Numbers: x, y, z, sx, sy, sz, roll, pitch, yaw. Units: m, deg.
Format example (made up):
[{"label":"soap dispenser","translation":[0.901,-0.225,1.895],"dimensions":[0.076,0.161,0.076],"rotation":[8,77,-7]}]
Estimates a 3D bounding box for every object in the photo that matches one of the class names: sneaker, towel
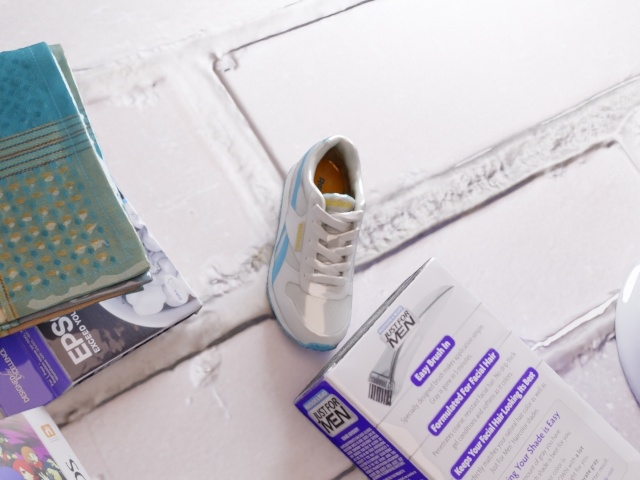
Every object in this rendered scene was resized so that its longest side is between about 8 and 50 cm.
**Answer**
[{"label":"sneaker","translation":[0.000,0.000,1.091],"dimensions":[0.087,0.092,0.229],"rotation":[8,64,-19]},{"label":"towel","translation":[-0.369,-0.020,0.951],"dimensions":[0.370,0.040,0.271],"rotation":[-20,73,-14]}]

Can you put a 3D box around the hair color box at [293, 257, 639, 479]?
[{"label":"hair color box","translation":[0.162,0.204,1.049],"dimensions":[0.339,0.110,0.185],"rotation":[45,60,2]}]

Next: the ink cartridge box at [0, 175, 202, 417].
[{"label":"ink cartridge box","translation":[-0.254,0.034,1.005],"dimensions":[0.208,0.045,0.206],"rotation":[-32,80,-28]}]

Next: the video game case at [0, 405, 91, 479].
[{"label":"video game case","translation":[-0.242,0.245,0.829],"dimensions":[0.210,0.042,0.232],"rotation":[54,19,12]}]

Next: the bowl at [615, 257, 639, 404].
[{"label":"bowl","translation":[0.498,0.109,1.210],"dimensions":[0.297,0.134,0.298],"rotation":[8,63,-17]}]
